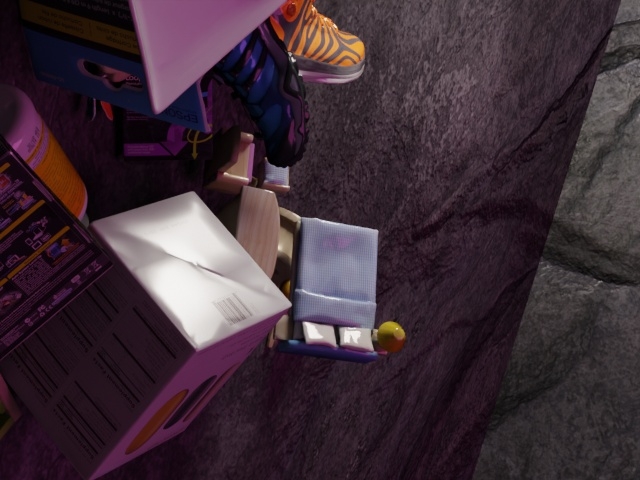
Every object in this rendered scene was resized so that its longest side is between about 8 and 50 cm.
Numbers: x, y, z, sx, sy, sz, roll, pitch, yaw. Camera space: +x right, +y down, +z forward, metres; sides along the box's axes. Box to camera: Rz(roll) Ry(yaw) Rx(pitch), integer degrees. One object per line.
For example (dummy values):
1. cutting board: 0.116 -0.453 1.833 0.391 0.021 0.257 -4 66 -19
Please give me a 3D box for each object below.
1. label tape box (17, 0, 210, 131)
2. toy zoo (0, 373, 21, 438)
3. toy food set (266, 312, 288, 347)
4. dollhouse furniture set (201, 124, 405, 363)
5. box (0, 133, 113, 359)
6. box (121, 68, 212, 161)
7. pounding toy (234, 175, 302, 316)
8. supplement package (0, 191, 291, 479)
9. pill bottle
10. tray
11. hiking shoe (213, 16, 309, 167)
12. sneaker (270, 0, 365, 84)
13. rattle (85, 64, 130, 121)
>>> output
1. label tape box: -0.204 -0.311 1.382 0.115 0.249 0.348 -45 144 -41
2. toy zoo: -0.469 0.248 1.496 0.293 0.030 0.192 -53 150 -31
3. toy food set: -0.019 0.127 2.295 0.192 0.038 0.132 -8 114 -62
4. dollhouse furniture set: 0.000 0.000 1.802 0.198 0.303 0.287 150 -52 -63
5. box: -0.376 0.039 1.352 0.270 0.060 0.216 -41 140 -5
6. box: -0.194 -0.178 1.665 0.029 0.116 0.162 -107 -163 -59
7. pounding toy: -0.061 -0.006 1.988 0.155 0.154 0.270 -56 151 -27
8. supplement package: -0.216 0.113 1.589 0.263 0.198 0.199 -49 165 31
9. pill bottle: -0.332 -0.067 1.450 0.117 0.117 0.215 -59 152 -23
10. tray: -0.102 -0.255 1.296 0.270 0.030 0.145 -48 145 -36
11. hiking shoe: -0.108 -0.234 1.716 0.132 0.113 0.304 -19 99 -19
12. sneaker: -0.017 -0.323 1.893 0.321 0.124 0.180 -19 125 -59
13. rattle: -0.261 -0.252 1.562 0.200 0.142 0.130 -47 -170 46
